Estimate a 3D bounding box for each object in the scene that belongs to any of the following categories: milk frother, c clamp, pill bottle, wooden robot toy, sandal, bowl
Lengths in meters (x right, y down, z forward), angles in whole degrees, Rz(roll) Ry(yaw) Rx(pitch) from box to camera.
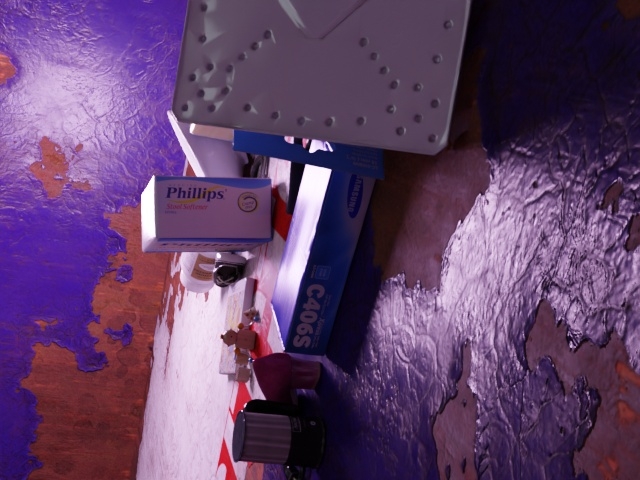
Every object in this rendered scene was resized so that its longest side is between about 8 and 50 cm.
[{"bbox_3d":[-0.078,0.341,1.430,0.129,0.134,0.143,-136,56,-72],"label":"milk frother"},{"bbox_3d":[-0.155,-0.153,2.171,0.160,0.022,0.137,163,114,-72],"label":"c clamp"},{"bbox_3d":[-0.314,0.045,2.413,0.229,0.131,0.131,119,154,-51],"label":"pill bottle"},{"bbox_3d":[-0.190,0.229,1.979,0.076,0.079,0.173,159,119,-72],"label":"wooden robot toy"},{"bbox_3d":[-0.032,-0.173,1.724,0.097,0.054,0.254,-98,12,-64],"label":"sandal"},{"bbox_3d":[-0.284,-0.241,2.357,0.298,0.134,0.298,60,172,14],"label":"bowl"}]

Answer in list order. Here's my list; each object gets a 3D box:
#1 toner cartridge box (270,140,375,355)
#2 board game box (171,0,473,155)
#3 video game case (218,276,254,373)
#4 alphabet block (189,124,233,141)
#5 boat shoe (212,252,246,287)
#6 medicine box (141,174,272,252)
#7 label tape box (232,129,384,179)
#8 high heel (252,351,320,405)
[{"bbox_3d":[0.000,0.000,1.453,0.165,0.075,0.348,-115,37,-61],"label":"toner cartridge box"},{"bbox_3d":[0.012,-0.322,1.137,0.050,0.390,0.390,6,-86,-67],"label":"board game box"},{"bbox_3d":[-0.206,0.212,2.142,0.206,0.026,0.227,153,124,-71],"label":"video game case"},{"bbox_3d":[-0.209,-0.373,2.175,0.197,0.192,0.193,130,144,-59],"label":"alphabet block"},{"bbox_3d":[-0.234,0.078,2.230,0.219,0.078,0.070,129,149,-75],"label":"boat shoe"},{"bbox_3d":[-0.272,-0.057,2.055,0.289,0.263,0.149,162,107,-72],"label":"medicine box"},{"bbox_3d":[-0.002,-0.272,1.311,0.106,0.240,0.334,123,150,-51],"label":"label tape box"},{"bbox_3d":[-0.089,0.280,1.530,0.244,0.117,0.082,117,156,-47],"label":"high heel"}]
